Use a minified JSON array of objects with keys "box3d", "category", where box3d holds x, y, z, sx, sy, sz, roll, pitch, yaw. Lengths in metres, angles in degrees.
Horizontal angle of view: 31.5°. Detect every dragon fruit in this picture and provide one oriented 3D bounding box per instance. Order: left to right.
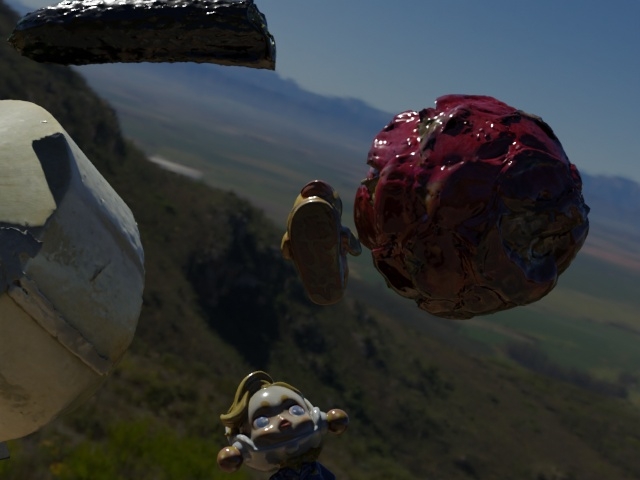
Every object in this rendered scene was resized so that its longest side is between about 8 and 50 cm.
[{"box3d":[0.205,-0.042,1.552,0.329,0.329,0.329,17,6,-2],"category":"dragon fruit"}]

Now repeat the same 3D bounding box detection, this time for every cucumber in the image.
[{"box3d":[-0.162,-0.189,1.022,0.245,0.067,0.067,1,7,-2],"category":"cucumber"}]

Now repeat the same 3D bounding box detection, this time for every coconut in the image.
[{"box3d":[-0.323,0.022,1.064,0.323,0.323,0.323,17,6,-2],"category":"coconut"}]

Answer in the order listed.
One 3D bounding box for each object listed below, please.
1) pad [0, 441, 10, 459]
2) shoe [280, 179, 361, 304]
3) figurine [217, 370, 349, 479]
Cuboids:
[{"box3d":[-0.470,0.221,1.317,0.190,0.004,0.127,-12,58,-24],"category":"pad"},{"box3d":[-0.002,0.003,1.050,0.072,0.109,0.069,-25,3,12],"category":"shoe"},{"box3d":[-0.034,0.322,1.660,0.274,0.194,0.133,42,-27,17],"category":"figurine"}]
